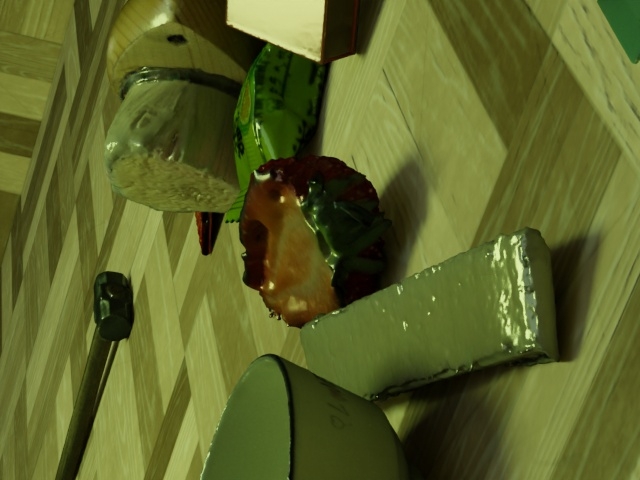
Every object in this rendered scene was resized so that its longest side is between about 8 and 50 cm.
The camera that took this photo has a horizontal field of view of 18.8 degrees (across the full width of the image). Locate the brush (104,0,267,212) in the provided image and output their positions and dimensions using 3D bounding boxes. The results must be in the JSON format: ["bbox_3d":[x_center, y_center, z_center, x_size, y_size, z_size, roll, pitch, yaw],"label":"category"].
[{"bbox_3d":[-0.137,-0.145,1.896,0.266,0.174,0.166,81,-164,-67],"label":"brush"}]

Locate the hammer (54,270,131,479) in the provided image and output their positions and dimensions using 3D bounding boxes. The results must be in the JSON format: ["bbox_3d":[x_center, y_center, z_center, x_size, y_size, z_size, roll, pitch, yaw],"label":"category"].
[{"bbox_3d":[-0.311,0.219,2.563,0.111,0.043,0.365,-107,31,-58],"label":"hammer"}]

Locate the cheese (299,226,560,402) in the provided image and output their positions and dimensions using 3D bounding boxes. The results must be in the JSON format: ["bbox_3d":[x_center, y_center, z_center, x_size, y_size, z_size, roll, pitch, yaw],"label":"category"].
[{"bbox_3d":[0.065,0.064,1.322,0.400,0.034,0.085,155,105,-67],"label":"cheese"}]

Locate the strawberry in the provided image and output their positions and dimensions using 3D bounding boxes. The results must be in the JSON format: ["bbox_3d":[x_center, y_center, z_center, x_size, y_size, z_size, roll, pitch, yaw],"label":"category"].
[{"bbox_3d":[0.002,-0.001,1.531,0.140,0.085,0.192,35,145,36],"label":"strawberry"}]

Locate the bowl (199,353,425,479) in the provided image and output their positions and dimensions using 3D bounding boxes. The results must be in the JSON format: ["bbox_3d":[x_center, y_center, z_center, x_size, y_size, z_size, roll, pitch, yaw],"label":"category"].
[{"bbox_3d":[-0.005,0.204,1.327,0.238,0.126,0.237,-168,90,-75],"label":"bowl"}]

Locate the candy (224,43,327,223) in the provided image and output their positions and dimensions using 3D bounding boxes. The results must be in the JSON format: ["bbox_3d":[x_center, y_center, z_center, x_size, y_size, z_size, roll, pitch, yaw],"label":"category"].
[{"bbox_3d":[-0.039,-0.137,1.817,0.149,0.069,0.246,168,115,-75],"label":"candy"}]

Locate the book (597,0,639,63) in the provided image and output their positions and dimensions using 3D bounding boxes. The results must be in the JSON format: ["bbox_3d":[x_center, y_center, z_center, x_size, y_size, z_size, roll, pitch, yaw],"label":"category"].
[{"bbox_3d":[0.200,-0.175,1.102,0.103,0.017,0.135,-102,29,-61],"label":"book"}]

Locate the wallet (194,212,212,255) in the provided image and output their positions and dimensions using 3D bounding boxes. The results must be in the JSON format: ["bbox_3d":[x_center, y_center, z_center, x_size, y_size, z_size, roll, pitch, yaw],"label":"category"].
[{"bbox_3d":[-0.138,-0.077,2.158,0.196,0.020,0.103,-107,12,-56],"label":"wallet"}]

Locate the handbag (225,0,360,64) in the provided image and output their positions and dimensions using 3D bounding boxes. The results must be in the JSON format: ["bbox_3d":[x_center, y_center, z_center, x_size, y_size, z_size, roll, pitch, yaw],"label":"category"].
[{"bbox_3d":[-0.021,-0.264,1.694,0.127,0.063,0.190,26,124,37],"label":"handbag"}]
